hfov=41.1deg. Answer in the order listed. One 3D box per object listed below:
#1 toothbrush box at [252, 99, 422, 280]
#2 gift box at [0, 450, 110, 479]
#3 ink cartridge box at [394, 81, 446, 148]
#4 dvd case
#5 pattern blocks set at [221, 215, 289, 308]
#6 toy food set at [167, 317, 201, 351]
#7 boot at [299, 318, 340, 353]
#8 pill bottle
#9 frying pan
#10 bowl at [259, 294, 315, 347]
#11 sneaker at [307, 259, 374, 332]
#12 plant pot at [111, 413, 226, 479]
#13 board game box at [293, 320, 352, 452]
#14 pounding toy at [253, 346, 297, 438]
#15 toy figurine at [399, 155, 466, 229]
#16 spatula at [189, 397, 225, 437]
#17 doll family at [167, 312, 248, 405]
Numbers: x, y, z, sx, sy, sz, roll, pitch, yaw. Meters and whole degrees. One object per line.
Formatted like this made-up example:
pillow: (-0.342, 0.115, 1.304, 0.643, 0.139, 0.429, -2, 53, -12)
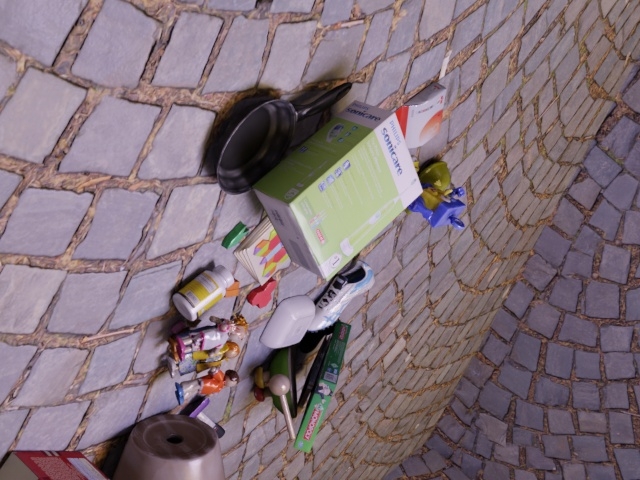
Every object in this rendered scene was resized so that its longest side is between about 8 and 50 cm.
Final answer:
toothbrush box: (0.040, -0.098, 1.637, 0.283, 0.122, 0.206, -42, 132, -18)
gift box: (-0.504, 0.574, 1.615, 0.258, 0.255, 0.276, -54, 152, -1)
ink cartridge box: (0.218, -0.269, 1.992, 0.179, 0.045, 0.145, -42, 153, -28)
dvd case: (-0.026, 0.373, 2.292, 0.221, 0.018, 0.164, 110, 1, -49)
pattern blocks set: (-0.106, 0.015, 1.827, 0.285, 0.026, 0.325, -52, 155, -2)
toy food set: (-0.285, 0.187, 1.758, 0.078, 0.019, 0.122, -18, 146, -51)
boot: (0.001, 0.252, 2.319, 0.121, 0.045, 0.099, -57, 161, 14)
pill bottle: (-0.228, 0.100, 1.679, 0.116, 0.065, 0.065, -39, 152, -26)
frying pan: (-0.078, -0.219, 1.527, 0.326, 0.053, 0.197, -50, 157, -8)
bowl: (-0.073, 0.209, 2.117, 0.142, 0.053, 0.142, -6, 129, -60)
sneaker: (0.040, 0.142, 2.207, 0.237, 0.085, 0.086, -42, 128, -15)
plant pot: (-0.331, 0.548, 1.874, 0.323, 0.323, 0.280, -16, 120, -53)
board game box: (0.009, 0.369, 2.203, 0.317, 0.046, 0.213, -67, 176, -67)
pounding toy: (-0.122, 0.379, 2.175, 0.237, 0.110, 0.182, -90, 174, -72)
toy figurine: (0.276, -0.077, 2.141, 0.363, 0.217, 0.191, -9, 131, -56)
spatula: (-0.278, 0.451, 2.109, 0.084, 0.030, 0.296, -45, 155, -13)
doll family: (-0.228, 0.216, 1.754, 0.163, 0.118, 0.263, -15, 144, -23)
